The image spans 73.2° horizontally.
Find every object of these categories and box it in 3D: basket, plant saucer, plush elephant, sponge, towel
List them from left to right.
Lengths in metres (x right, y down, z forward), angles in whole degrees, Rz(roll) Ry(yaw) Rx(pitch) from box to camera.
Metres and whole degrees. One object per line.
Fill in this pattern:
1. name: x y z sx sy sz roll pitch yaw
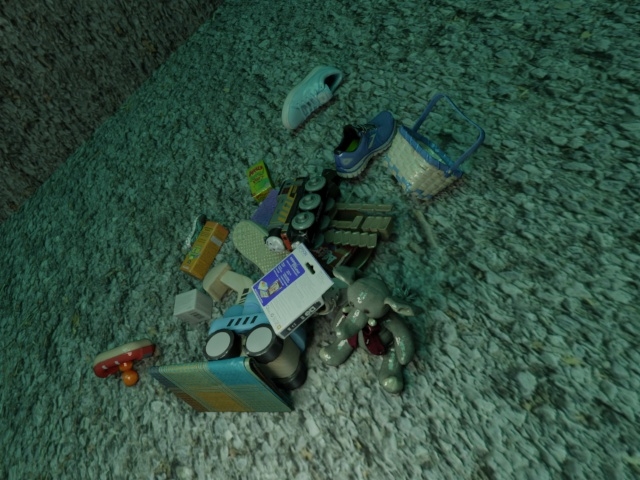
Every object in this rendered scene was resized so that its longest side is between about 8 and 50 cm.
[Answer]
1. towel: -0.295 0.433 1.277 0.370 0.271 0.040 -11 40 25
2. sponge: -0.210 -0.104 1.730 0.117 0.031 0.210 26 75 39
3. plant saucer: 0.065 0.018 1.483 0.278 0.041 0.278 -15 55 22
4. plush elephant: 0.132 0.211 1.174 0.272 0.255 0.330 22 73 38
5. basket: 0.358 -0.299 1.390 0.289 0.201 0.255 -54 42 32

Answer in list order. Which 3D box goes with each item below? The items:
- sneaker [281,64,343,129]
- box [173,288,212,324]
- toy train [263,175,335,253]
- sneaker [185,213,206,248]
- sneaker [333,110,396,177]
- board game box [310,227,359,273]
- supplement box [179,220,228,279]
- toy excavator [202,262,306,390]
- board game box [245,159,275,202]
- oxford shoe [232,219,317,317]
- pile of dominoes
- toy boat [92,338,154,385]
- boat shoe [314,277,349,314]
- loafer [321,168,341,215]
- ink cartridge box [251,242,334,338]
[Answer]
1. sneaker: -0.031 -0.640 1.907 0.150 0.135 0.366 20 73 41
2. box: -0.474 0.247 1.608 0.102 0.101 0.087 -19 52 19
3. toy train: -0.071 -0.089 1.445 0.190 0.142 0.334 -5 46 23
4. sneaker: -0.514 -0.037 1.856 0.076 0.065 0.166 8 67 16
5. sneaker: 0.167 -0.384 1.603 0.130 0.147 0.330 21 61 37
6. board game box: 0.000 0.000 1.490 0.281 0.027 0.145 31 80 40
7. supplement box: -0.473 0.038 1.761 0.078 0.080 0.233 10 68 37
8. toy excavator: -0.236 0.249 1.427 0.433 0.222 0.445 -11 43 22
9. board game box: -0.258 -0.256 1.848 0.092 0.043 0.181 -30 50 10
10. oxford shoe: -0.130 0.085 1.495 0.449 0.130 0.169 42 105 27
11. pile of dominoes: 0.116 -0.044 1.436 0.251 0.040 0.196 5 49 36
12. toy boat: -0.727 0.468 1.610 0.231 0.151 0.151 -22 81 17
13. boat shoe: 0.009 0.182 1.301 0.277 0.098 0.096 -8 32 -17
14. loafer: 0.032 -0.184 1.607 0.078 0.080 0.220 -5 58 28
15. ink cartridge box: -0.077 0.136 1.219 0.208 0.045 0.206 -42 44 2
